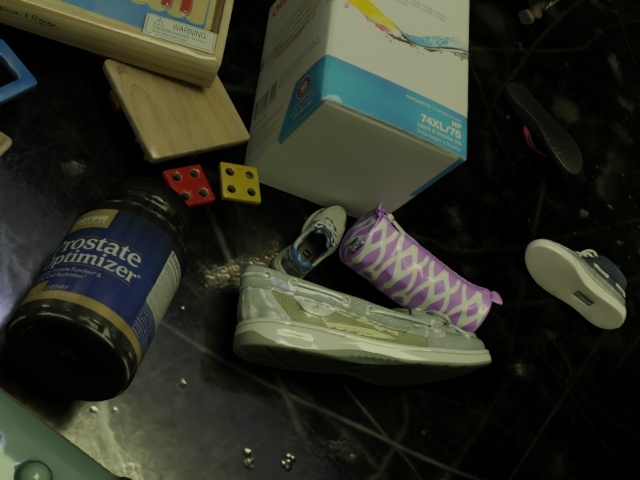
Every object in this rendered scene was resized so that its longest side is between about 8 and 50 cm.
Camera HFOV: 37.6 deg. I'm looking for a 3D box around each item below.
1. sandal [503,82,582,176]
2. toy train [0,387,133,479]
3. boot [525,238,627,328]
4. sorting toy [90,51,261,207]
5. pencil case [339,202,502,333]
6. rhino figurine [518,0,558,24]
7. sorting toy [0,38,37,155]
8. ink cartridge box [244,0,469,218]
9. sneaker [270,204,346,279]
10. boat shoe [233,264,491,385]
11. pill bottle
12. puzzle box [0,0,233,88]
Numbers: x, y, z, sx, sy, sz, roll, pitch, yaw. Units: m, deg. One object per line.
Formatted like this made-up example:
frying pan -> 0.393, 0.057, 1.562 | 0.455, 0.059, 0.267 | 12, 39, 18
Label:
sandal -> 0.336, -0.165, 1.437 | 0.067, 0.040, 0.179 | -12, 61, -42
toy train -> -0.249, 0.212, 0.769 | 0.334, 0.190, 0.142 | 42, 51, -10
boot -> 0.366, 0.042, 1.341 | 0.190, 0.069, 0.086 | 41, 45, -21
sorting toy -> -0.166, -0.142, 1.079 | 0.132, 0.046, 0.274 | -18, 72, -38
pencil case -> 0.118, 0.040, 1.158 | 0.206, 0.088, 0.086 | 37, 18, -17
rhino figurine -> 0.312, -0.477, 1.543 | 0.106, 0.073, 0.243 | -33, 86, -35
sorting toy -> -0.428, -0.093, 0.893 | 0.196, 0.047, 0.347 | 38, 52, -7
ink cartridge box -> 0.048, -0.201, 1.157 | 0.197, 0.198, 0.270 | 20, 59, -24
sneaker -> 0.000, 0.000, 1.119 | 0.052, 0.058, 0.135 | 45, 51, -8
boat shoe -> 0.055, 0.101, 1.073 | 0.321, 0.118, 0.103 | 10, 67, -22
pill bottle -> -0.203, 0.039, 0.915 | 0.123, 0.123, 0.219 | 35, 40, -15
puzzle box -> -0.289, -0.351, 1.063 | 0.409, 0.052, 0.272 | 15, 59, -16
